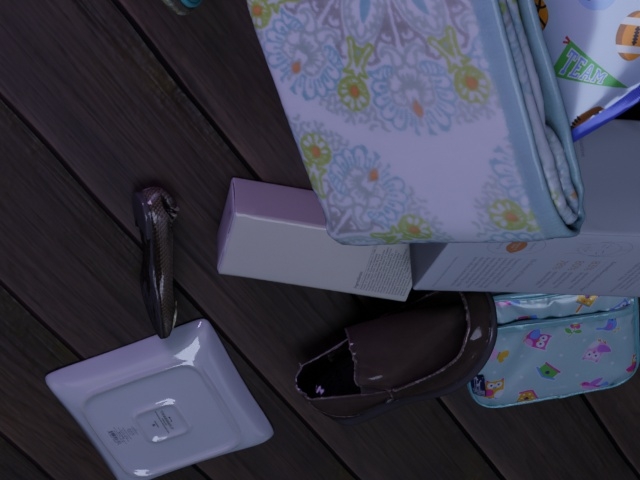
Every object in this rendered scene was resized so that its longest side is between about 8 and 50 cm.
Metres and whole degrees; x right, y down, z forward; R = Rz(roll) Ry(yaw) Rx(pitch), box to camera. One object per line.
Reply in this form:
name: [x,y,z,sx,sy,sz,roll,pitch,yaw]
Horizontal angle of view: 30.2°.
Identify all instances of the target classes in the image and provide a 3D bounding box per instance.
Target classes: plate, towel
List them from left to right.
plate: [-0.247,0.270,1.851,0.278,0.045,0.277,-19,127,9]
towel: [0.101,-0.163,1.304,0.320,0.090,0.374,0,120,39]

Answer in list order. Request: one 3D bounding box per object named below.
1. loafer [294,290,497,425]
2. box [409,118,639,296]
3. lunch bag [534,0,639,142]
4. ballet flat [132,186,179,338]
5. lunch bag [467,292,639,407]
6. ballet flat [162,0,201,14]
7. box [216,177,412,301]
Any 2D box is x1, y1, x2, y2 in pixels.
loafer: [0.100,0.171,1.703,0.130,0.133,0.366,16,140,-39]
box: [0.306,-0.042,1.546,0.345,0.168,0.215,3,157,-11]
lunch bag: [0.272,-0.306,1.317,0.385,0.239,0.328,-36,99,14]
ballet flat: [-0.221,0.032,1.666,0.058,0.084,0.250,-17,126,-24]
lunch bag: [0.330,0.131,1.771,0.279,0.108,0.224,-10,127,1]
ballet flat: [-0.220,-0.414,1.318,0.123,0.123,0.348,-12,127,3]
box: [0.000,0.000,1.647,0.275,0.094,0.113,11,125,-13]
